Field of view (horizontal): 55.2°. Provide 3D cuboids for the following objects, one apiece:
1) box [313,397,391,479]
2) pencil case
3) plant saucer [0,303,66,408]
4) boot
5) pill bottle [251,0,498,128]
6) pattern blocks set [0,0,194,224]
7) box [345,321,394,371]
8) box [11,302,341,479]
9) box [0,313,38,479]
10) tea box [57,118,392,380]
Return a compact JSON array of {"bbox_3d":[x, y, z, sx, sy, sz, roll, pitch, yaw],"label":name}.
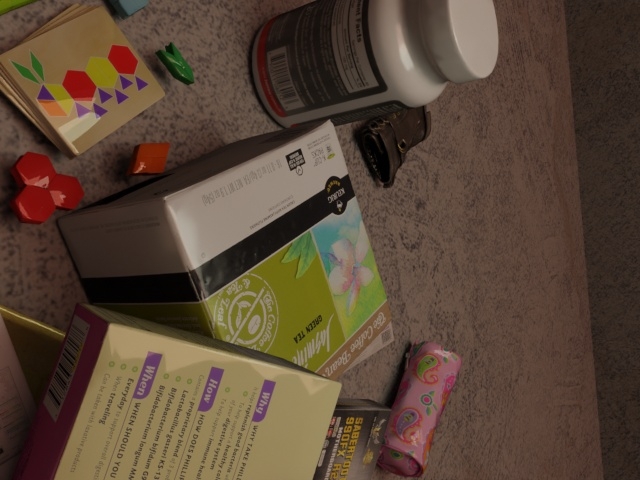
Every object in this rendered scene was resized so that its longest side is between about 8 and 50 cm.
[{"bbox_3d":[0.021,0.386,1.037,0.183,0.056,0.231,20,87,-48],"label":"box"},{"bbox_3d":[0.202,0.342,1.276,0.124,0.124,0.284,57,45,-31],"label":"pencil case"},{"bbox_3d":[-0.396,0.205,0.556,0.333,0.081,0.333,40,57,-42],"label":"plant saucer"},{"bbox_3d":[0.153,-0.271,1.299,0.229,0.091,0.263,-46,123,-45],"label":"boot"},{"bbox_3d":[0.083,-0.306,0.993,0.210,0.362,0.210,8,80,-52],"label":"pill bottle"},{"bbox_3d":[-0.294,-0.195,0.750,0.325,0.026,0.285,-42,109,-44],"label":"pattern blocks set"},{"bbox_3d":[0.024,0.201,1.103,0.324,0.063,0.067,-19,100,-51],"label":"box"},{"bbox_3d":[-0.133,0.196,0.568,0.243,0.117,0.214,22,81,-32],"label":"box"},{"bbox_3d":[-0.361,0.157,0.498,0.232,0.058,0.322,-28,107,-50],"label":"box"},{"bbox_3d":[-0.104,0.047,0.831,0.329,0.220,0.324,-37,115,-47],"label":"tea box"}]
